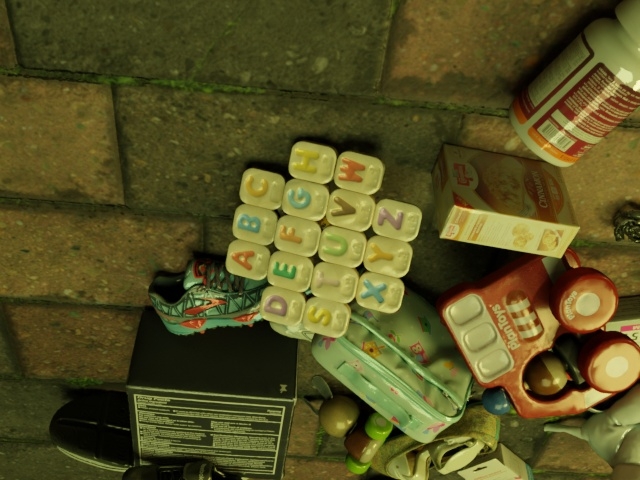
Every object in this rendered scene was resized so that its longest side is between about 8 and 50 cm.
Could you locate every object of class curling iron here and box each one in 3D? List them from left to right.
[{"bbox_3d":[0.586,0.005,1.302,0.274,0.035,0.068,17,155,-22],"label":"curling iron"}]

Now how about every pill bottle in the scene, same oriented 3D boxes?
[{"bbox_3d":[0.359,-0.207,1.028,0.121,0.121,0.221,25,131,-22],"label":"pill bottle"}]

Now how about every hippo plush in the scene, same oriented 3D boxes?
[{"bbox_3d":[0.649,0.433,1.585,0.294,0.236,0.234,10,135,-9],"label":"hippo plush"}]

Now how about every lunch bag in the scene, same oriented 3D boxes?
[{"bbox_3d":[0.132,0.189,1.321,0.279,0.224,0.108,37,126,-2],"label":"lunch bag"}]

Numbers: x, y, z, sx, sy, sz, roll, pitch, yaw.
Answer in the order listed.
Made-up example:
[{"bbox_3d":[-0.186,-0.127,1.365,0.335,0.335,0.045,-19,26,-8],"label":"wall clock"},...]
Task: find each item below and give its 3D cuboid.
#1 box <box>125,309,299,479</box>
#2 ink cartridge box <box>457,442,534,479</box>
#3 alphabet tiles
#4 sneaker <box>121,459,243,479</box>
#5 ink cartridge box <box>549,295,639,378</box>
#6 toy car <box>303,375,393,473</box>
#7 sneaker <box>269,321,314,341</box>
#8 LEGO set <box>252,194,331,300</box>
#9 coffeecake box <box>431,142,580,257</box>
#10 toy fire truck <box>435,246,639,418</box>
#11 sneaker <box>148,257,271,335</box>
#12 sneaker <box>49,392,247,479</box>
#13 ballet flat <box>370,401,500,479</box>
[{"bbox_3d":[-0.198,0.295,1.502,0.296,0.182,0.294,6,137,-5],"label":"box"},{"bbox_3d":[0.395,0.521,1.803,0.104,0.061,0.181,-29,128,27],"label":"ink cartridge box"},{"bbox_3d":[0.000,0.000,1.191,0.278,0.021,0.284,15,103,10],"label":"alphabet tiles"},{"bbox_3d":[-0.247,0.446,1.481,0.234,0.078,0.106,18,131,-20],"label":"sneaker"},{"bbox_3d":[0.498,0.210,1.491,0.275,0.060,0.239,-8,133,9],"label":"ink cartridge box"},{"bbox_3d":[0.055,0.352,1.624,0.188,0.149,0.155,31,131,11],"label":"toy car"},{"bbox_3d":[0.017,0.158,1.438,0.237,0.085,0.086,26,98,-33],"label":"sneaker"},{"bbox_3d":[-0.013,0.009,1.265,0.093,0.087,0.227,-24,100,9],"label":"LEGO set"},{"bbox_3d":[0.265,-0.059,1.163,0.185,0.142,0.068,9,134,-8],"label":"coffeecake box"},{"bbox_3d":[0.350,0.160,1.284,0.254,0.169,0.302,-28,110,3],"label":"toy fire truck"},{"bbox_3d":[-0.178,0.084,1.347,0.262,0.104,0.125,-18,130,18],"label":"sneaker"},{"bbox_3d":[-0.354,0.477,1.699,0.448,0.169,0.257,11,133,-13],"label":"sneaker"},{"bbox_3d":[0.234,0.457,1.706,0.348,0.123,0.123,-33,126,30],"label":"ballet flat"}]
